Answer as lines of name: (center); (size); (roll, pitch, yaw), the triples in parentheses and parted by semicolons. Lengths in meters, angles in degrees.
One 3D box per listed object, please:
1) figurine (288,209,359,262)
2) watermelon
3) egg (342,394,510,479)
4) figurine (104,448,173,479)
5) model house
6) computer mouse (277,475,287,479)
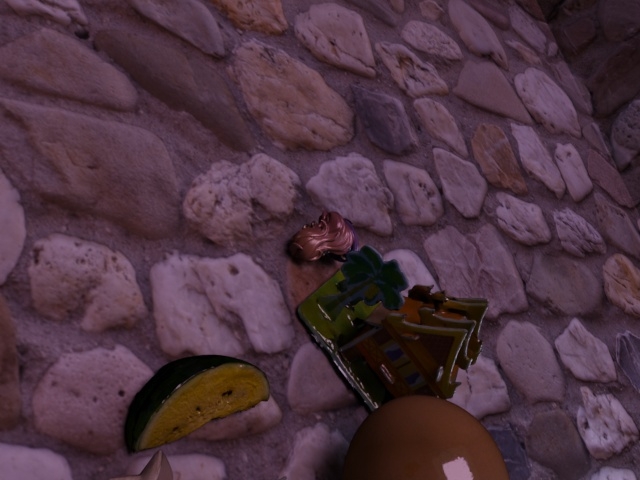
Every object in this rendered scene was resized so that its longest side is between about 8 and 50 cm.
figurine: (0.007, -0.007, 1.754); (0.157, 0.114, 0.126); (4, 43, -41)
watermelon: (-0.203, 0.260, 1.369); (0.301, 0.123, 0.129); (-14, 95, -47)
egg: (0.191, 0.464, 1.449); (0.301, 0.301, 0.373); (8, 67, -42)
figurine: (-0.193, 0.443, 1.089); (0.332, 0.185, 0.205); (33, 36, 29)
model house: (0.184, 0.153, 1.664); (0.357, 0.313, 0.242); (53, 36, 1)
computer mouse: (-0.111, 0.510, 1.260); (0.199, 0.115, 0.389); (50, 40, -10)
